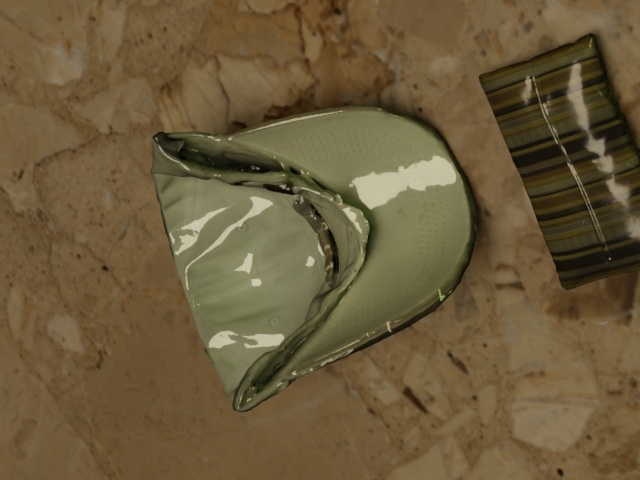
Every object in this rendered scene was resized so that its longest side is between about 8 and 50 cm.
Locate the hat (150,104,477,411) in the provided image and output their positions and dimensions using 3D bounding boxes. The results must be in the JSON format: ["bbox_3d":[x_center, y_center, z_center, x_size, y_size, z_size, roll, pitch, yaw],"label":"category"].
[{"bbox_3d":[-0.006,0.001,1.322,0.302,0.168,0.257,-20,82,12],"label":"hat"}]

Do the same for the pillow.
[{"bbox_3d":[0.214,-0.060,1.207,0.113,0.038,0.203,-18,100,35],"label":"pillow"}]
